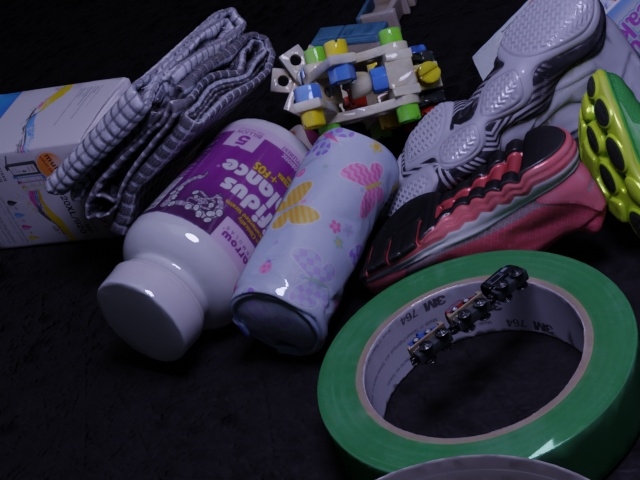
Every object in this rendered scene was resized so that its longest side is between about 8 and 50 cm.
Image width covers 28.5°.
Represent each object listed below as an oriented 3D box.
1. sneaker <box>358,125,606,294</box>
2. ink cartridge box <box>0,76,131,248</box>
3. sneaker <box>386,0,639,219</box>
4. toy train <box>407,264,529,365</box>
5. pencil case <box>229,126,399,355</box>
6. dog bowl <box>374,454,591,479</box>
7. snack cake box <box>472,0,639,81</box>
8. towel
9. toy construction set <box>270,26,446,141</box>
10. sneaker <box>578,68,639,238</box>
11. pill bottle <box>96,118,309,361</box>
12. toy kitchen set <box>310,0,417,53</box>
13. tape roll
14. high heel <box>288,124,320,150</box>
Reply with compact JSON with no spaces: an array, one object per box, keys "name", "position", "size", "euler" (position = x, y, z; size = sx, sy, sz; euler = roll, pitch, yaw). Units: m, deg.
[{"name":"sneaker","position":[0.177,0.004,1.406],"size":[0.314,0.136,0.116],"euler":[-31,21,33]},{"name":"ink cartridge box","position":[-0.371,-0.109,1.809],"size":[0.232,0.171,0.168],"euler":[-5,37,24]},{"name":"sneaker","position":[0.253,-0.115,1.510],"size":[0.366,0.210,0.137],"euler":[-49,26,22]},{"name":"toy train","position":[0.144,0.073,1.260],"size":[0.158,0.027,0.036],"euler":[-36,33,-21]},{"name":"pencil case","position":[0.000,0.000,1.456],"size":[0.113,0.124,0.273],"euler":[-5,47,39]},{"name":"dog bowl","position":[0.111,0.332,0.990],"size":[0.348,0.102,0.349],"euler":[-15,34,11]},{"name":"snack cake box","position":[0.327,-0.264,1.594],"size":[0.264,0.089,0.152],"euler":[-44,31,23]},{"name":"towel","position":[-0.193,-0.153,1.620],"size":[0.235,0.121,0.284],"euler":[-41,8,36]},{"name":"toy construction set","position":[0.043,-0.193,1.655],"size":[0.215,0.151,0.327],"euler":[-13,10,-10]},{"name":"sneaker","position":[0.377,-0.064,1.349],"size":[0.123,0.109,0.295],"euler":[-19,61,-21]},{"name":"pill bottle","position":[-0.131,0.000,1.525],"size":[0.169,0.169,0.301],"euler":[6,43,35]},{"name":"toy kitchen set","position":[0.054,-0.400,1.978],"size":[0.122,0.166,0.207],"euler":[-3,38,26]},{"name":"tape roll","position":[0.159,0.139,1.254],"size":[0.321,0.077,0.321],"euler":[-14,35,10]},{"name":"high heel","position":[0.021,-0.098,1.695],"size":[0.244,0.117,0.082],"euler":[10,78,66]}]
